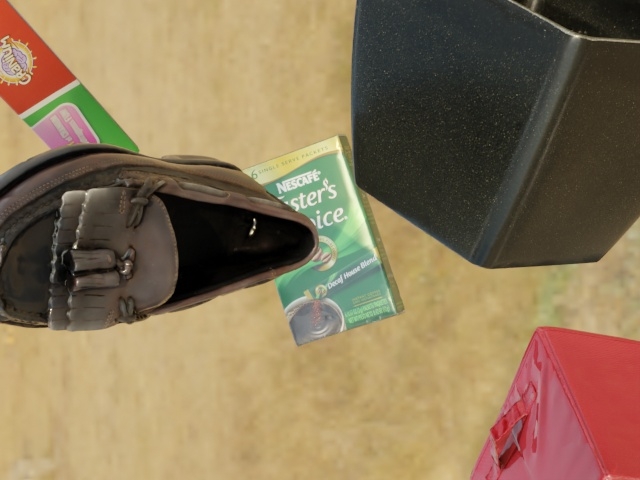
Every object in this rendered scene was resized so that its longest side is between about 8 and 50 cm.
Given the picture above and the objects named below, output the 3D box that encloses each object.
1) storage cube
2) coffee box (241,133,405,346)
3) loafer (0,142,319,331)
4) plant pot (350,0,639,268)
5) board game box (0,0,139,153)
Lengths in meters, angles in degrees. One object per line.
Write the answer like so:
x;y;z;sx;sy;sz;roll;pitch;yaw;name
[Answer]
0.254;0.210;1.356;0.193;0.215;0.184;-107;31;-56;storage cube
0.000;0.000;1.599;0.040;0.113;0.184;-12;-96;-74;coffee box
-0.105;-0.002;1.034;0.095;0.302;0.109;18;105;26;loafer
0.126;-0.083;1.048;0.187;0.188;0.167;35;115;39;plant pot
-0.323;-0.208;1.549;0.242;0.064;0.316;45;176;38;board game box
